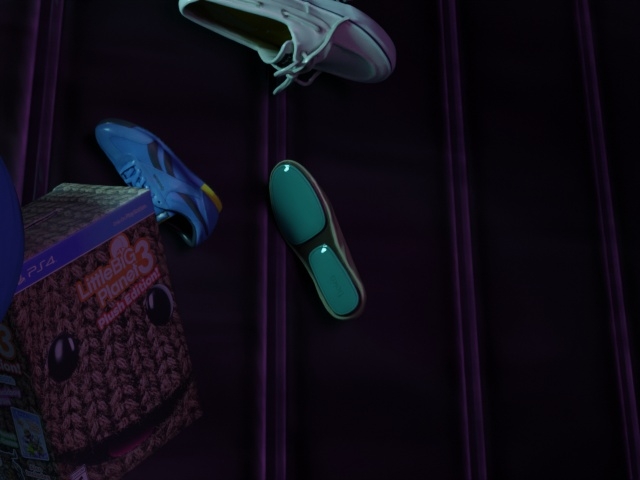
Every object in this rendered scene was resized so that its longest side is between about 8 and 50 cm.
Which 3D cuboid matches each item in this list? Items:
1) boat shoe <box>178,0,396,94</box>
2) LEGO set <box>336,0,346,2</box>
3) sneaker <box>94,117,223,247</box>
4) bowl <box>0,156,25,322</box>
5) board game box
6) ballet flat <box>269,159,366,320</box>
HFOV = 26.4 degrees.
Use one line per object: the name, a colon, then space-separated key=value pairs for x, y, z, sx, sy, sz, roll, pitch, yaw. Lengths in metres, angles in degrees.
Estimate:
boat shoe: x=-0.049 y=-0.293 z=2.026 sx=0.367 sy=0.136 sz=0.156 roll=26 pitch=53 yaw=-27
LEGO set: x=0.055 y=-0.414 z=2.206 sx=0.287 sy=0.132 sz=0.107 roll=-57 pitch=129 yaw=-67
sneaker: x=-0.221 y=-0.075 z=1.806 sx=0.209 sy=0.069 sz=0.082 roll=43 pitch=51 yaw=-18
bowl: x=-0.490 y=0.005 z=1.337 sx=0.391 sy=0.077 sz=0.391 roll=-2 pitch=62 yaw=5
board game box: x=-0.281 y=0.113 z=1.521 sx=0.232 sy=0.141 sz=0.291 roll=-36 pitch=122 yaw=-47
ballet flat: x=0.000 y=0.000 z=1.972 sx=0.086 sy=0.086 sz=0.248 roll=-18 pitch=83 yaw=-46
